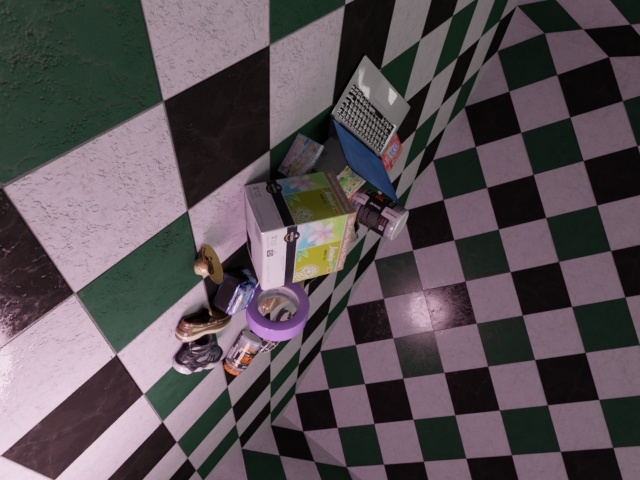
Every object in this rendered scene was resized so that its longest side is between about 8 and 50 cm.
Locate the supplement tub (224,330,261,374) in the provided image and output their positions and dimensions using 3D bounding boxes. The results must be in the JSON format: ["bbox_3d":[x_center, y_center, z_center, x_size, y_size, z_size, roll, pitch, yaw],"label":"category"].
[{"bbox_3d":[-0.374,0.537,2.041,0.190,0.117,0.117,-59,162,4],"label":"supplement tub"}]

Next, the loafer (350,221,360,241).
[{"bbox_3d":[0.179,-0.060,2.461,0.112,0.112,0.319,-25,166,12],"label":"loafer"}]

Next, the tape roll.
[{"bbox_3d":[-0.188,0.299,1.875,0.275,0.275,0.090,-43,156,-38],"label":"tape roll"}]

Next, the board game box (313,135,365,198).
[{"bbox_3d":[0.075,-0.286,1.765,0.144,0.142,0.275,-45,162,4],"label":"board game box"}]

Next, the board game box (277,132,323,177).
[{"bbox_3d":[-0.070,-0.285,1.497,0.154,0.103,0.026,-60,162,8],"label":"board game box"}]

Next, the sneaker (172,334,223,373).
[{"bbox_3d":[-0.449,0.425,1.683,0.153,0.101,0.269,-58,159,11],"label":"sneaker"}]

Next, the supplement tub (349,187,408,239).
[{"bbox_3d":[0.300,-0.153,2.321,0.193,0.316,0.193,-50,161,-25],"label":"supplement tub"}]

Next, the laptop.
[{"bbox_3d":[0.240,-0.419,1.666,0.382,0.236,0.407,25,97,-49],"label":"laptop"}]

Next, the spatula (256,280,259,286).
[{"bbox_3d":[-0.284,0.194,1.849,0.296,0.030,0.084,-45,157,-31],"label":"spatula"}]

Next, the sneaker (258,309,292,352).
[{"bbox_3d":[-0.246,0.508,2.357,0.275,0.107,0.110,-49,169,-23],"label":"sneaker"}]

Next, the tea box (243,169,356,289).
[{"bbox_3d":[-0.081,-0.034,1.496,0.324,0.220,0.329,-15,145,-17],"label":"tea box"}]

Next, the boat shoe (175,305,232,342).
[{"bbox_3d":[-0.413,0.289,1.578,0.257,0.095,0.095,-22,135,-60],"label":"boat shoe"}]

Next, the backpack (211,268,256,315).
[{"bbox_3d":[-0.312,0.190,1.639,0.158,0.117,0.173,-62,164,16],"label":"backpack"}]

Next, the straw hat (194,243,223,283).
[{"bbox_3d":[-0.374,0.083,1.377,0.061,0.144,0.144,-19,161,5],"label":"straw hat"}]

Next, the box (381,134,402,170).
[{"bbox_3d":[0.277,-0.452,2.041,0.142,0.154,0.300,-59,160,4],"label":"box"}]

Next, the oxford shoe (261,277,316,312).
[{"bbox_3d":[-0.150,0.241,2.107,0.348,0.130,0.123,-46,159,-31],"label":"oxford shoe"}]
